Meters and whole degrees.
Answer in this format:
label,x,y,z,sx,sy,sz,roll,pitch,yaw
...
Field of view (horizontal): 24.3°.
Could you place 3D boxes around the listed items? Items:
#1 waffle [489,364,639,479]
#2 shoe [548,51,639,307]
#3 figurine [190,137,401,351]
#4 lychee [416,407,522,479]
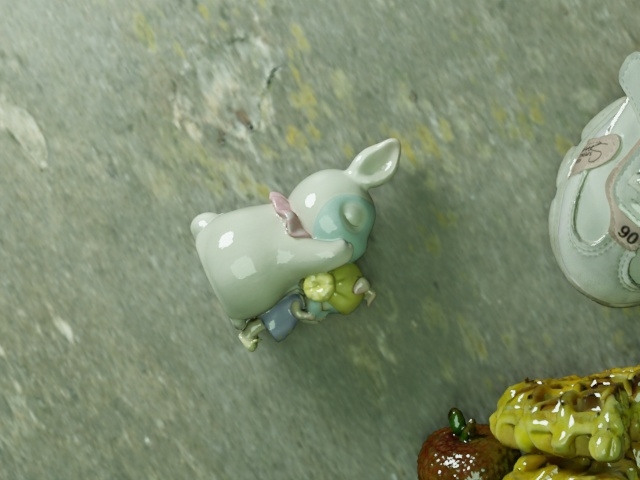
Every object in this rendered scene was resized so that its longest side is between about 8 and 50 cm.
label,x,y,z,sx,sy,sz,roll,pitch,yaw
waffle,0.333,0.191,1.434,0.324,0.261,0.151,-3,93,-15
shoe,0.348,-0.094,1.451,0.172,0.198,0.351,27,96,2
figurine,0.000,0.000,1.528,0.235,0.127,0.155,-26,74,4
lychee,0.155,0.242,1.541,0.114,0.114,0.146,-5,114,5
